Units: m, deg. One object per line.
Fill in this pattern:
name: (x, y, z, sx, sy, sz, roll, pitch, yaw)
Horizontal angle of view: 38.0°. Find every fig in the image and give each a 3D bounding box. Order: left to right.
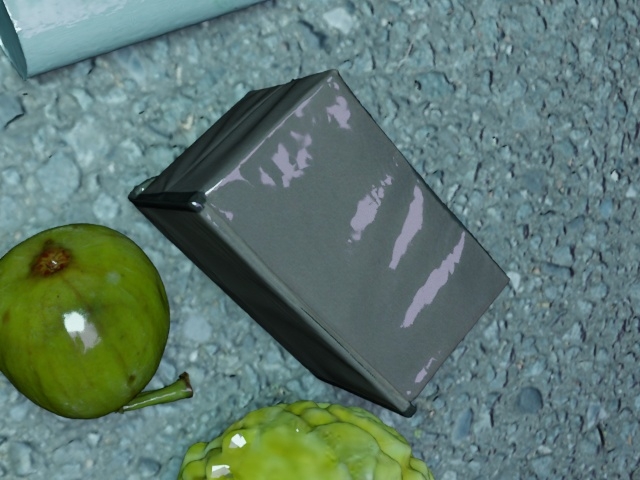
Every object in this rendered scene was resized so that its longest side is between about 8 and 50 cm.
fig: (-0.185, 0.074, 0.728, 0.142, 0.186, 0.148, 35, 50, 17)

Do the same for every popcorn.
popcorn: (-0.014, 0.267, 0.768, 0.224, 0.270, 0.258, 38, 33, -29)

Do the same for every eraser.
eraser: (-0.157, -0.242, 0.721, 0.227, 0.081, 0.174, -24, 105, -22)

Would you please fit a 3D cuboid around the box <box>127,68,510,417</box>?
box: (0.000, 0.000, 0.770, 0.252, 0.188, 0.153, 47, 74, -21)
